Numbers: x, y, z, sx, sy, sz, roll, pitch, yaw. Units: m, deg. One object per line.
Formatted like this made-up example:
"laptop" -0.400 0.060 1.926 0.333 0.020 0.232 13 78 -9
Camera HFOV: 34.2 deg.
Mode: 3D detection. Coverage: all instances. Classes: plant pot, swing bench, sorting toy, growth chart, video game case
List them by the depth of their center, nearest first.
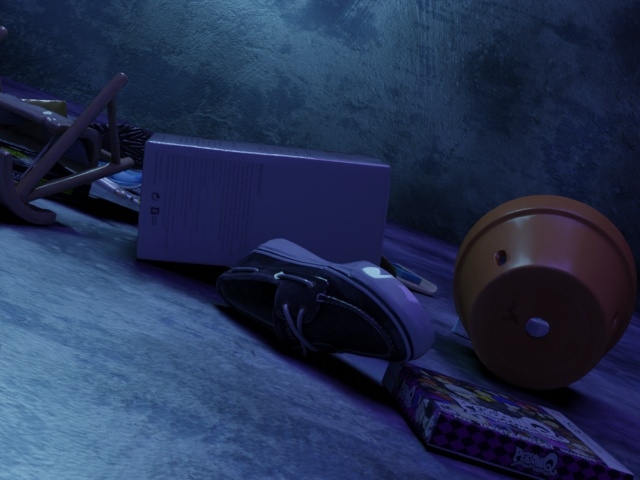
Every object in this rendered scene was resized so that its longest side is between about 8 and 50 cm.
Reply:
"video game case" 0.200 0.208 1.159 0.232 0.042 0.210 19 5 -11
"swing bench" -0.442 -0.151 1.464 0.253 0.165 0.255 25 45 22
"plant pot" 0.338 0.098 1.595 0.291 0.291 0.203 21 24 6
"growth chart" -0.345 -0.088 1.741 0.172 0.021 0.237 30 -2 10
"sorting toy" 0.124 0.052 2.207 0.208 0.038 0.193 17 8 -30

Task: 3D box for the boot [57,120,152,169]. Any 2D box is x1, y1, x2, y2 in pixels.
"boot" -0.378 -0.151 1.779 0.190 0.076 0.208 16 -14 -16

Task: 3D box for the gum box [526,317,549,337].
"gum box" 0.376 0.166 1.948 0.188 0.062 0.107 20 7 -9

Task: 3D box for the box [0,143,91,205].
"box" -0.493 -0.120 1.688 0.184 0.045 0.191 19 5 -40

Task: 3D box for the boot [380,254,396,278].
"boot" 0.000 0.000 1.861 0.262 0.095 0.203 23 12 -22

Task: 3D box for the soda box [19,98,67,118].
"soda box" -0.527 -0.210 1.790 0.181 0.058 0.061 -6 -2 -44

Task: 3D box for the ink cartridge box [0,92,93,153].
"ink cartridge box" -0.559 -0.224 2.146 0.208 0.087 0.153 19 7 -21

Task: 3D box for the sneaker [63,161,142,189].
"sneaker" -0.413 -0.147 2.025 0.162 0.073 0.063 17 7 -25

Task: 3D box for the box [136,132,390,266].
"box" -0.089 -0.056 1.543 0.345 0.168 0.215 5 8 -7

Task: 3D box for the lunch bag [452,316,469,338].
"lunch bag" 0.279 0.139 1.830 0.083 0.071 0.053 18 9 -19

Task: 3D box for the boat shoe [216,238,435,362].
"boat shoe" -0.005 0.090 1.254 0.119 0.121 0.335 -32 27 -27
